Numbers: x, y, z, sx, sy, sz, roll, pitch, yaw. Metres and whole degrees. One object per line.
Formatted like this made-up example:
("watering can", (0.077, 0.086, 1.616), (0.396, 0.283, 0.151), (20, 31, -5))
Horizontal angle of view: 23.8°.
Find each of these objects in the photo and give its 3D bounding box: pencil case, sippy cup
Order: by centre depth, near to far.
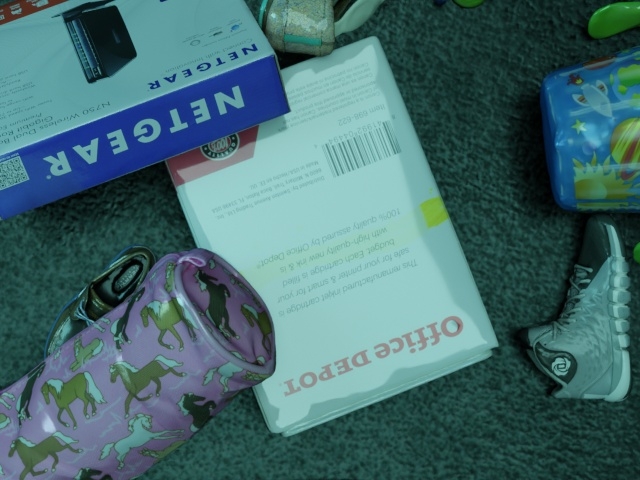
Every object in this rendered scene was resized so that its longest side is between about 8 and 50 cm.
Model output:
("pencil case", (-0.221, 0.163, 1.647), (0.386, 0.160, 0.167), (-36, 131, 24))
("sippy cup", (0.376, -0.128, 1.775), (0.224, 0.305, 0.240), (-8, 115, 5))

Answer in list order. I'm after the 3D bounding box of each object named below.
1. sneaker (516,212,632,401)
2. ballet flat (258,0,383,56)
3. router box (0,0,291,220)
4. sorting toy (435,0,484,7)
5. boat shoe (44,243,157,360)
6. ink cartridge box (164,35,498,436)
("sneaker", (0.300, 0.083, 1.815), (0.132, 0.086, 0.229), (-3, 88, -3))
("ballet flat", (0.038, -0.312, 1.749), (0.106, 0.108, 0.316), (17, 52, 16))
("router box", (-0.235, -0.193, 1.688), (0.335, 0.301, 0.082), (-22, 130, -7))
("sorting toy", (0.160, -0.320, 1.848), (0.102, 0.042, 0.061), (26, 84, -3))
("boat shoe", (-0.261, 0.077, 1.771), (0.066, 0.066, 0.183), (36, 84, -2))
("ink cartridge box", (0.000, 0.000, 1.753), (0.279, 0.160, 0.385), (-20, 87, -6))
